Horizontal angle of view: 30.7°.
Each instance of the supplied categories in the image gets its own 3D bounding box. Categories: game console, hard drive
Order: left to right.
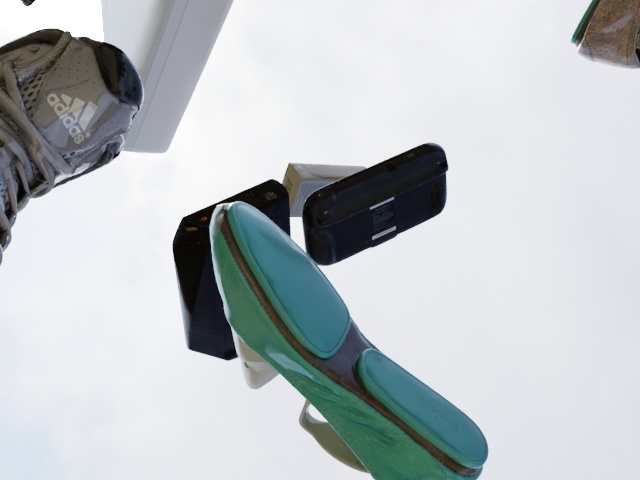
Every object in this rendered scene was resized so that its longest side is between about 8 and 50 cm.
[{"bbox_3d":[-0.081,-0.230,0.678,0.353,0.047,0.232,130,-43,-62],"label":"hard drive"},{"bbox_3d":[0.000,0.000,1.340,0.361,0.213,0.044,-24,-132,-23],"label":"game console"}]

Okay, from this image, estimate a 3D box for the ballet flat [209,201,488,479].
[{"bbox_3d":[-0.001,0.086,0.766,0.087,0.247,0.083,-43,-176,28],"label":"ballet flat"}]

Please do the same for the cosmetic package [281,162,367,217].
[{"bbox_3d":[0.009,-0.062,1.462,0.041,0.115,0.060,53,-49,44],"label":"cosmetic package"}]

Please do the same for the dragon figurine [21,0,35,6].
[{"bbox_3d":[-0.110,-0.115,0.220,0.289,0.144,0.085,-16,-138,13],"label":"dragon figurine"}]

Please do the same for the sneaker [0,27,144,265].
[{"bbox_3d":[-0.119,-0.030,0.399,0.132,0.086,0.229,-29,-157,-11],"label":"sneaker"}]

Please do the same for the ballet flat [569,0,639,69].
[{"bbox_3d":[0.381,-0.318,1.271,0.106,0.316,0.107,31,-133,12],"label":"ballet flat"}]
